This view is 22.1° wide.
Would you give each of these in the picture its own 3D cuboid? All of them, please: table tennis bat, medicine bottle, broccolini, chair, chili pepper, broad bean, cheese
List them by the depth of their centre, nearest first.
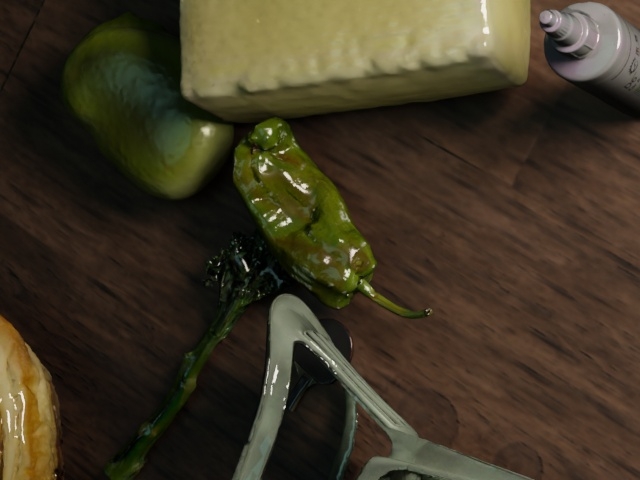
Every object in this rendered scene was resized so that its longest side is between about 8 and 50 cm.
[{"bbox_3d":[0.192,-0.129,1.126,0.058,0.199,0.057,-5,79,29],"label":"medicine bottle"},{"bbox_3d":[0.053,0.181,1.174,0.275,0.203,0.190,26,85,21],"label":"chair"},{"bbox_3d":[0.026,-0.226,1.278,0.265,0.124,0.242,-5,85,28],"label":"cheese"},{"bbox_3d":[-0.002,0.001,1.291,0.072,0.073,0.204,-31,77,-12],"label":"chili pepper"},{"bbox_3d":[-0.005,0.101,1.319,0.050,0.007,0.083,37,100,28],"label":"table tennis bat"},{"bbox_3d":[-0.110,0.097,1.354,0.254,0.057,0.071,-54,20,10],"label":"broccolini"},{"bbox_3d":[-0.145,-0.117,1.391,0.174,0.082,0.124,37,102,18],"label":"broad bean"}]

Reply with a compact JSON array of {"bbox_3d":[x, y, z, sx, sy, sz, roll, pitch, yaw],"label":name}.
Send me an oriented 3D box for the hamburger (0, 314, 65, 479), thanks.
[{"bbox_3d":[-0.364,0.193,1.422,0.304,0.174,0.284,-5,93,39],"label":"hamburger"}]
